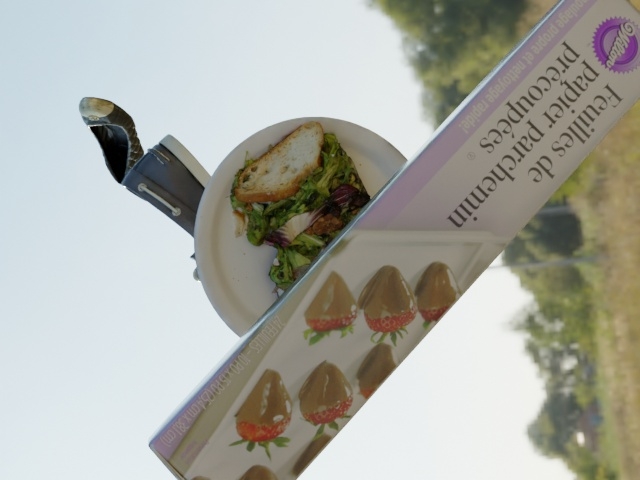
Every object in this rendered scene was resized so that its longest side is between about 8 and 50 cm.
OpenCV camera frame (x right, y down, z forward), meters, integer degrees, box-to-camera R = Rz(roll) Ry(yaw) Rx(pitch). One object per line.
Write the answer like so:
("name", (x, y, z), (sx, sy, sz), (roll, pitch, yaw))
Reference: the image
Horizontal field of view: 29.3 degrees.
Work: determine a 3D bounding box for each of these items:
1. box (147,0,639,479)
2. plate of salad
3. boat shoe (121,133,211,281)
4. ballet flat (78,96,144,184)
("box", (0.046, 0.003, 0.606), (0.063, 0.324, 0.067), (44, 169, -3))
("plate of salad", (0.000, 0.000, 0.973), (0.048, 0.200, 0.199), (176, 87, -77))
("boat shoe", (-0.090, 0.007, 1.048), (0.206, 0.065, 0.075), (52, 168, -2))
("ballet flat", (-0.255, -0.125, 1.510), (0.173, 0.058, 0.049), (68, -148, -63))
